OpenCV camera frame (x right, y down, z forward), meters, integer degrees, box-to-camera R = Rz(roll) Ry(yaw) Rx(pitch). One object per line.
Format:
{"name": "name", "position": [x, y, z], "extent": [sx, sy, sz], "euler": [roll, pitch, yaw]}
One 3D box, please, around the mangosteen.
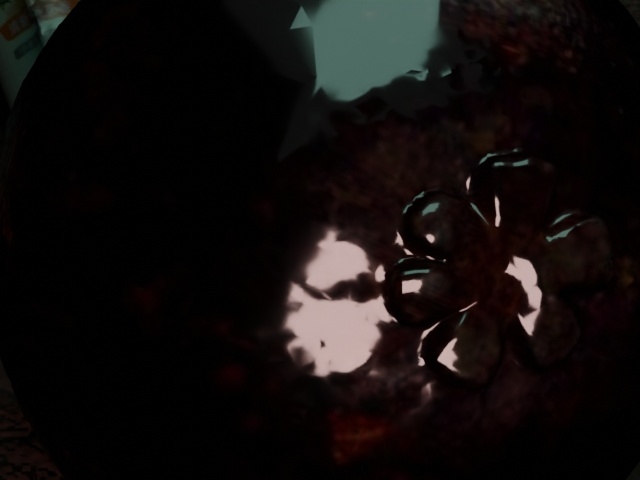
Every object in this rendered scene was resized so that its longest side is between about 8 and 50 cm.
{"name": "mangosteen", "position": [0.009, 0.010, 0.737], "extent": [0.297, 0.313, 0.297], "euler": [2, 71, -6]}

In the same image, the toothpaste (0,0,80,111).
{"name": "toothpaste", "position": [-0.167, -0.155, 1.003], "extent": [0.100, 0.066, 0.323], "euler": [-23, 62, -1]}
